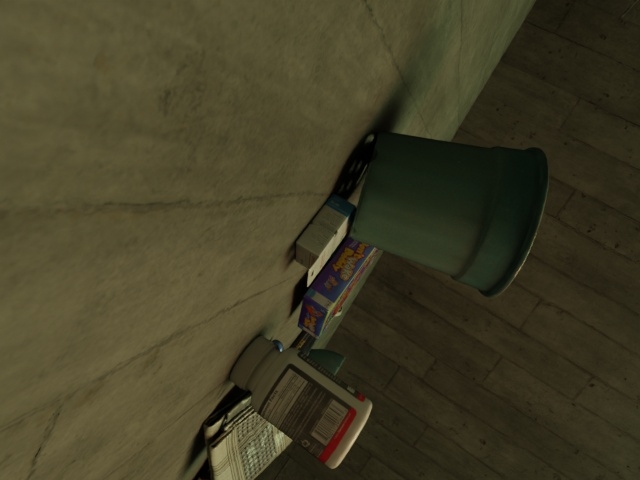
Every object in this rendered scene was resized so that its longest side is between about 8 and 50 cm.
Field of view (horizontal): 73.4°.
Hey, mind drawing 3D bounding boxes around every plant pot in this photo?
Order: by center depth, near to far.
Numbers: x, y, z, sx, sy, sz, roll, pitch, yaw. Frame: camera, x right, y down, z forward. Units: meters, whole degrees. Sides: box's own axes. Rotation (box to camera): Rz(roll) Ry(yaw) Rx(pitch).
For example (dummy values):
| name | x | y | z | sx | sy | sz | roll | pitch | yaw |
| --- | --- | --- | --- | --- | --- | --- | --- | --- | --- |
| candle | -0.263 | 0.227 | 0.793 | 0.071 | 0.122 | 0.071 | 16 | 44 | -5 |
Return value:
| name | x | y | z | sx | sy | sz | roll | pitch | yaw |
| --- | --- | --- | --- | --- | --- | --- | --- | --- | --- |
| plant pot | 0.257 | -0.081 | 0.960 | 0.341 | 0.335 | 0.340 | 16 | 90 | -86 |
| plant pot | -0.023 | 0.698 | 2.308 | 0.290 | 0.196 | 0.290 | -54 | 168 | -17 |

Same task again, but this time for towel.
| name | x | y | z | sx | sy | sz | roll | pitch | yaw |
| --- | --- | --- | --- | --- | --- | --- | --- | --- | --- |
| towel | -0.180 | 0.543 | 1.202 | 0.312 | 0.056 | 0.324 | -26 | 126 | -43 |

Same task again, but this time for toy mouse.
| name | x | y | z | sx | sy | sz | roll | pitch | yaw |
| --- | --- | --- | --- | --- | --- | --- | --- | --- | --- |
| toy mouse | 0.024 | 0.064 | 1.257 | 0.161 | 0.031 | 0.143 | -57 | 168 | -1 |

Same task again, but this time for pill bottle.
| name | x | y | z | sx | sy | sz | roll | pitch | yaw |
| --- | --- | --- | --- | --- | --- | --- | --- | --- | --- |
| pill bottle | -0.052 | 0.370 | 1.026 | 0.176 | 0.319 | 0.176 | -53 | 167 | -18 |

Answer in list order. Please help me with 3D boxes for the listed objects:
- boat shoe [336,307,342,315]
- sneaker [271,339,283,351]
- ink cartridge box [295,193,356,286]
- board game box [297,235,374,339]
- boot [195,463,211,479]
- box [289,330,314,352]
| name | x | y | z | sx | sy | sz | roll | pitch | yaw |
| --- | --- | --- | --- | --- | --- | --- | --- | --- | --- |
| boat shoe | 0.059 | 0.283 | 1.857 | 0.070 | 0.078 | 0.219 | -59 | 167 | 10 |
| sneaker | -0.154 | 0.349 | 1.220 | 0.144 | 0.053 | 0.059 | -60 | 166 | 6 |
| ink cartridge box | 0.000 | 0.000 | 0.919 | 0.180 | 0.060 | 0.104 | -53 | 168 | -23 |
| board game box | 0.069 | 0.101 | 1.264 | 0.347 | 0.078 | 0.233 | -51 | 167 | -28 |
| boot | -0.309 | 0.728 | 1.384 | 0.284 | 0.138 | 0.377 | -55 | 174 | -11 |
| box | -0.096 | 0.469 | 1.752 | 0.183 | 0.059 | 0.232 | -46 | 163 | -40 |
